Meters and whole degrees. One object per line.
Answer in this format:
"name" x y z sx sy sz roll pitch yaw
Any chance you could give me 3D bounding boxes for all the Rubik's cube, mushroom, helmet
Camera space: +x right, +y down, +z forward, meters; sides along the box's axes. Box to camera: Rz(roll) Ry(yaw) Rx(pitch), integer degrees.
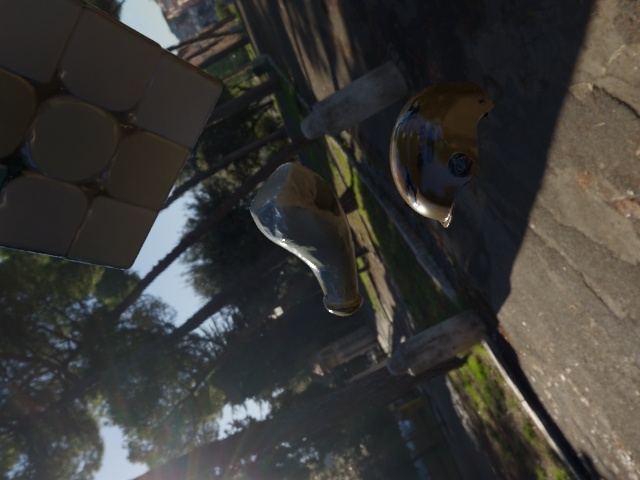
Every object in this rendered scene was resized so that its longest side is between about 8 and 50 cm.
"Rubik's cube" -0.424 -0.203 0.774 0.346 0.347 0.344 21 -166 -50
"mushroom" 0.000 0.000 0.745 0.270 0.103 0.118 53 -132 -40
"helmet" 0.173 -0.144 0.813 0.198 0.129 0.225 -54 -21 -80
